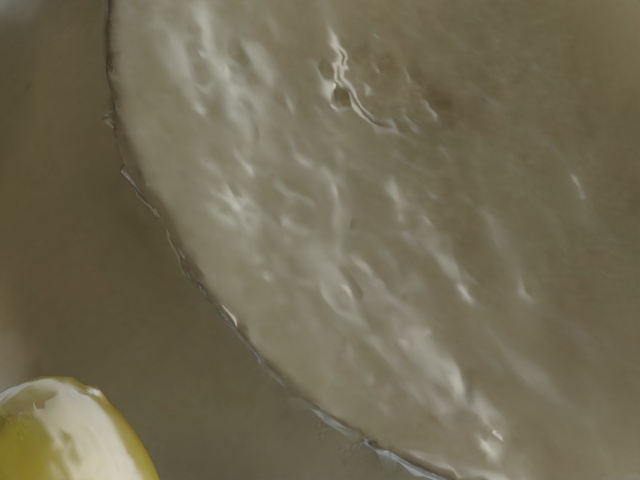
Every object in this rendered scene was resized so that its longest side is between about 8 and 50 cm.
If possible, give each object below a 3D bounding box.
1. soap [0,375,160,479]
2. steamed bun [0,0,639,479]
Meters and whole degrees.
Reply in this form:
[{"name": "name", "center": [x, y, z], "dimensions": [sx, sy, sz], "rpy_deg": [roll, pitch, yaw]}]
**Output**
[{"name": "soap", "center": [-0.045, 0.107, 0.341], "dimensions": [0.033, 0.168, 0.089], "rpy_deg": [2, -149, 30]}, {"name": "steamed bun", "center": [0.000, 0.000, 0.620], "dimensions": [0.324, 0.206, 0.324], "rpy_deg": [15, -122, -26]}]
